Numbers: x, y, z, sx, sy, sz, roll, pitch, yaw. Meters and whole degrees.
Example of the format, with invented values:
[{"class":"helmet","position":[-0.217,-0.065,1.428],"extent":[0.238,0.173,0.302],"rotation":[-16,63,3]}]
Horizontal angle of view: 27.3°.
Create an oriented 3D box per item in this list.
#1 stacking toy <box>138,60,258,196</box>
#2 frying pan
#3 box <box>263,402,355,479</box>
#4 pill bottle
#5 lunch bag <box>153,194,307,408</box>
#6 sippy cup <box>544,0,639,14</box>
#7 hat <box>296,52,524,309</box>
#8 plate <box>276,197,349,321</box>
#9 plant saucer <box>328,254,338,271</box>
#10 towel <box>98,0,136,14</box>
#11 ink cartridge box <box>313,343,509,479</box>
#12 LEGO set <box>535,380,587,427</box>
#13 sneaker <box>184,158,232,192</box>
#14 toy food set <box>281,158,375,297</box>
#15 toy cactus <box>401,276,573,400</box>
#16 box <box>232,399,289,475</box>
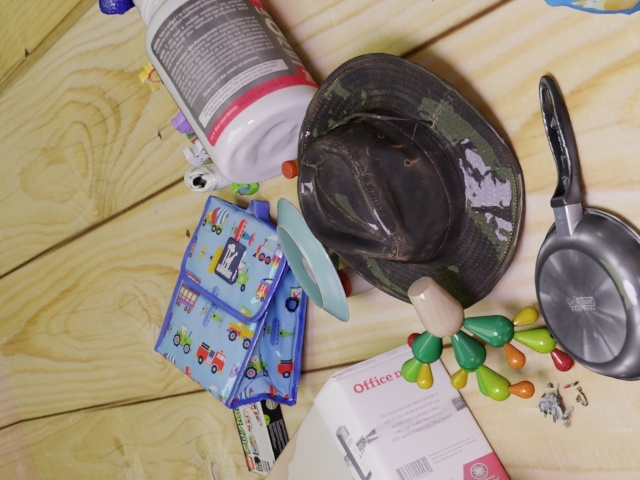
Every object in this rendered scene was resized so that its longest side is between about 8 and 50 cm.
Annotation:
[{"class":"stacking toy","position":[-0.172,-0.164,1.957],"extent":[0.167,0.052,0.221],"rotation":[58,-171,25]},{"class":"frying pan","position":[0.290,0.004,1.386],"extent":[0.197,0.053,0.326],"rotation":[26,130,50]},{"class":"box","position":[0.031,0.324,1.884],"extent":[0.121,0.148,0.311],"rotation":[59,146,22]},{"class":"pill bottle","position":[-0.132,-0.248,1.812],"extent":[0.318,0.176,0.176],"rotation":[57,147,23]},{"class":"lunch bag","position":[-0.116,0.079,2.027],"extent":[0.221,0.138,0.293],"rotation":[29,110,47]},{"class":"sippy cup","position":[0.256,-0.318,1.111],"extent":[0.224,0.240,0.305],"rotation":[104,177,-58]},{"class":"hat","position":[0.068,-0.052,1.542],"extent":[0.331,0.134,0.331],"rotation":[15,115,35]},{"class":"plate","position":[-0.018,0.031,1.763],"extent":[0.188,0.024,0.188],"rotation":[58,167,22]},{"class":"plant saucer","position":[0.000,0.000,1.886],"extent":[0.067,0.018,0.192],"rotation":[33,133,47]},{"class":"towel","position":[-0.274,-0.497,1.923],"extent":[0.076,0.227,0.308],"rotation":[1,112,14]},{"class":"ink cartridge box","position":[0.113,0.255,1.694],"extent":[0.217,0.159,0.092],"rotation":[62,149,18]},{"class":"LEGO set","position":[0.274,0.189,1.528],"extent":[0.054,0.023,0.083],"rotation":[56,147,26]},{"class":"sneaker","position":[-0.190,-0.102,2.102],"extent":[0.152,0.061,0.053],"rotation":[-3,105,61]},{"class":"toy food set","position":[0.012,-0.007,1.767],"extent":[0.111,0.105,0.232],"rotation":[33,130,43]},{"class":"toy cactus","position":[0.171,0.109,1.541],"extent":[0.219,0.112,0.180],"rotation":[-8,129,47]},{"class":"box","position":[-0.105,0.289,2.195],"extent":[0.114,0.036,0.207],"rotation":[-1,104,59]}]
